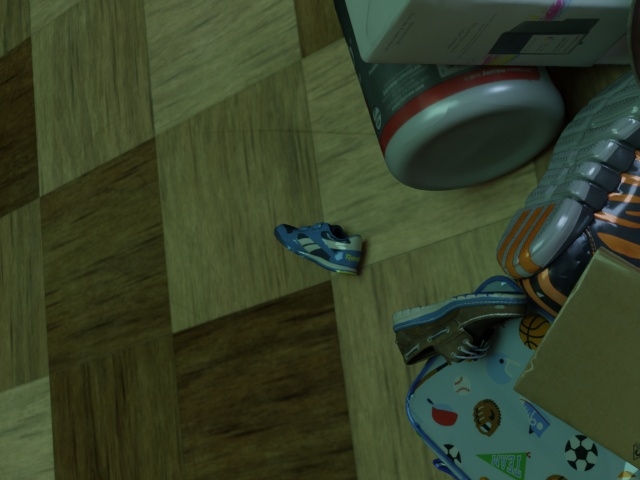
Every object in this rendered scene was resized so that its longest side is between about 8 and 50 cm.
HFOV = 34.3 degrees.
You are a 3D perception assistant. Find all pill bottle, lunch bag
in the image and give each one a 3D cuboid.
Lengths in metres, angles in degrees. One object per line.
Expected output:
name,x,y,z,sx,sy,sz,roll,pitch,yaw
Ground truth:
pill bottle,0.132,-0.259,1.225,0.210,0.210,0.362,-32,62,34
lunch bag,0.239,0.194,1.119,0.303,0.115,0.243,44,114,37

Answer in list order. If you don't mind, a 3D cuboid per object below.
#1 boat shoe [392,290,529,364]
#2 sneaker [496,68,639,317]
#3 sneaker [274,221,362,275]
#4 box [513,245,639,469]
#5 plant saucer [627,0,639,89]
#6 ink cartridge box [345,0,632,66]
boat shoe,0.151,0.095,1.097,0.183,0.066,0.066,-22,70,53
sneaker,0.326,-0.038,1.081,0.321,0.180,0.125,-52,14,-16
sneaker,0.000,0.000,1.407,0.144,0.053,0.059,24,100,33
box,0.306,0.126,0.965,0.201,0.021,0.164,32,107,16
plant saucer,0.438,-0.196,0.929,0.311,0.310,0.050,-23,29,37
ink cartridge box,0.198,-0.293,1.067,0.119,0.354,0.207,131,130,-57
